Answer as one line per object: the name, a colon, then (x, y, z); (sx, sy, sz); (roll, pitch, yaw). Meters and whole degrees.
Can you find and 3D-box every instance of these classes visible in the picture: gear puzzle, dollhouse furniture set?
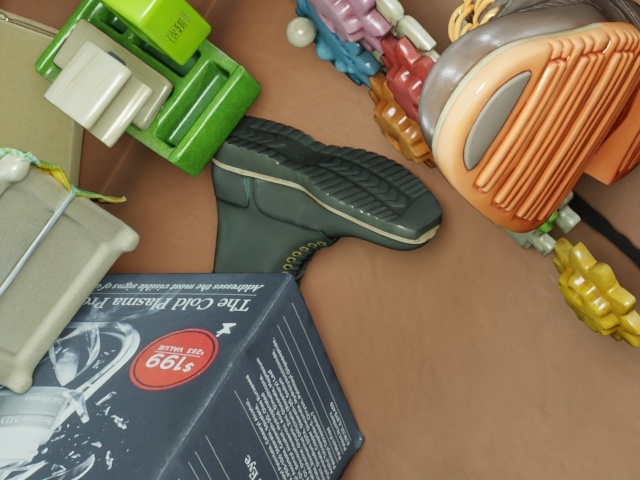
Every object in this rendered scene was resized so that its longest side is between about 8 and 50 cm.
gear puzzle: (0.093, -0.051, 1.196); (0.339, 0.044, 0.175); (48, 170, 7)
dollhouse furniture set: (-0.212, -0.062, 1.252); (0.151, 0.197, 0.301); (36, 88, 25)

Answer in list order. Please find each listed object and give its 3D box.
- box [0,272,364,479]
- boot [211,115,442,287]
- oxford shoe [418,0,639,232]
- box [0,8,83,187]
box: (-0.197, 0.185, 1.343); (0.343, 0.312, 0.179); (-1, 128, 30)
boot: (0.000, 0.000, 1.330); (0.198, 0.077, 0.137); (27, 126, 35)
oxford shoe: (0.116, -0.096, 1.038); (0.132, 0.363, 0.130); (37, 108, 16)
box: (-0.266, -0.092, 1.475); (0.164, 0.021, 0.201); (21, 118, 23)
